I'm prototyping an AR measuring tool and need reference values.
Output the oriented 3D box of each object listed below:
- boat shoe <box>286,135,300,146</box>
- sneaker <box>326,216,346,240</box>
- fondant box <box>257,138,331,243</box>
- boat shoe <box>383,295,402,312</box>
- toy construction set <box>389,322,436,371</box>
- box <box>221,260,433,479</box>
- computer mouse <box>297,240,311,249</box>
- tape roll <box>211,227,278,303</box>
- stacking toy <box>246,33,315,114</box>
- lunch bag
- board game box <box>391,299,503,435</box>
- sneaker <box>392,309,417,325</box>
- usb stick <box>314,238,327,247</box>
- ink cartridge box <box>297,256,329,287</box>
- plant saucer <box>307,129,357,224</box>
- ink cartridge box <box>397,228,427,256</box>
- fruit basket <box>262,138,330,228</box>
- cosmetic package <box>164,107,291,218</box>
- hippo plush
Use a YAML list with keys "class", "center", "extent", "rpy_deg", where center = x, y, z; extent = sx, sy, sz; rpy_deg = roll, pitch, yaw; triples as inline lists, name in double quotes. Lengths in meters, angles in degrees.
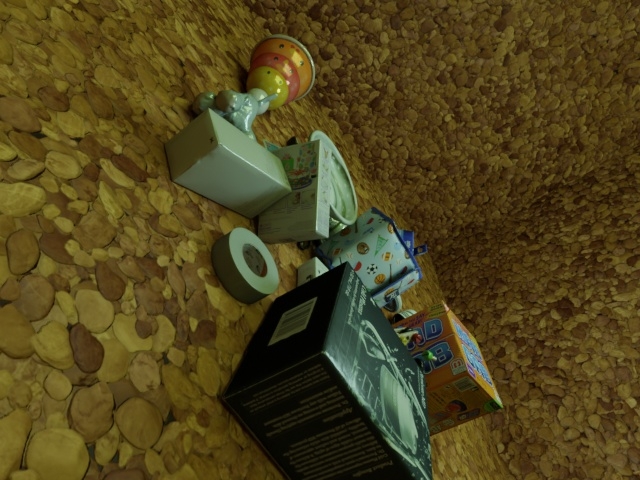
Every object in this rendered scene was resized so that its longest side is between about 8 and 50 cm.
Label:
- class: "boat shoe"
  center: [-0.118, -0.450, 2.302]
  extent: [0.073, 0.080, 0.224]
  rpy_deg: [37, 25, -36]
- class: "sneaker"
  center: [0.048, -0.165, 2.153]
  extent: [0.182, 0.157, 0.410]
  rpy_deg: [56, 15, -24]
- class: "fondant box"
  center: [-0.088, -0.164, 1.574]
  extent: [0.096, 0.238, 0.331]
  rpy_deg: [24, 64, -57]
- class: "boat shoe"
  center: [0.267, 0.234, 2.230]
  extent: [0.341, 0.127, 0.158]
  rpy_deg: [52, 26, 2]
- class: "toy construction set"
  center: [0.237, 0.406, 1.779]
  extent: [0.237, 0.257, 0.309]
  rpy_deg: [28, 20, -33]
- class: "box"
  center: [0.056, 0.392, 1.226]
  extent: [0.472, 0.297, 0.480]
  rpy_deg: [57, 20, -13]
- class: "computer mouse"
  center: [-0.042, -0.042, 1.898]
  extent: [0.071, 0.041, 0.242]
  rpy_deg: [45, 35, -20]
- class: "tape roll"
  center: [-0.218, 0.074, 1.331]
  extent: [0.219, 0.072, 0.219]
  rpy_deg: [48, 24, -29]
- class: "stacking toy"
  center: [-0.242, -0.749, 2.204]
  extent: [0.351, 0.350, 0.480]
  rpy_deg: [48, 39, -28]
- class: "lunch bag"
  center: [0.223, 0.118, 1.894]
  extent: [0.386, 0.327, 0.239]
  rpy_deg: [57, -3, -29]
- class: "board game box"
  center: [0.488, 0.552, 1.934]
  extent: [0.356, 0.356, 0.357]
  rpy_deg: [45, 24, -35]
- class: "sneaker"
  center: [0.490, 0.556, 2.270]
  extent: [0.257, 0.169, 0.448]
  rpy_deg: [10, 43, -58]
- class: "usb stick"
  center: [0.000, 0.000, 1.999]
  extent: [0.278, 0.045, 0.077]
  rpy_deg: [62, 21, 6]
- class: "ink cartridge box"
  center: [-0.005, 0.195, 1.642]
  extent: [0.160, 0.092, 0.220]
  rpy_deg: [47, 23, -30]
- class: "plant saucer"
  center: [0.022, -0.238, 1.824]
  extent: [0.400, 0.100, 0.401]
  rpy_deg: [48, 30, -41]
- class: "ink cartridge box"
  center: [0.302, 0.040, 2.168]
  extent: [0.270, 0.394, 0.151]
  rpy_deg: [-63, 163, -67]
- class: "fruit basket"
  center: [-0.082, -0.230, 1.852]
  extent: [0.352, 0.165, 0.327]
  rpy_deg: [11, 61, -47]
- class: "cosmetic package"
  center: [-0.279, -0.225, 1.427]
  extent: [0.365, 0.196, 0.155]
  rpy_deg: [31, 34, -55]
- class: "hippo plush"
  center: [-0.325, -0.410, 1.646]
  extent: [0.294, 0.234, 0.237]
  rpy_deg: [-22, 113, -55]
